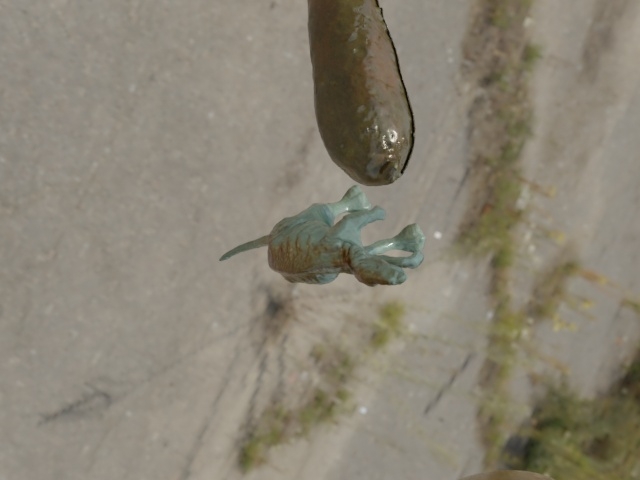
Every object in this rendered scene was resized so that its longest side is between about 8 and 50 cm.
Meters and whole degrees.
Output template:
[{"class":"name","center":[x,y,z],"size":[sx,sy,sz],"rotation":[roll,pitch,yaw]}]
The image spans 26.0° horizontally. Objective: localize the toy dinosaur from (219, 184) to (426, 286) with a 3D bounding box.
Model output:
[{"class":"toy dinosaur","center":[0.000,0.000,1.594],"size":[0.205,0.392,0.092],"rotation":[-25,112,-40]}]

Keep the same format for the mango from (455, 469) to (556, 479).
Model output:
[{"class":"mango","center":[0.182,0.365,1.448],"size":[0.378,0.263,0.221],"rotation":[-51,135,-63]}]

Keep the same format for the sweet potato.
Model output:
[{"class":"sweet potato","center":[0.023,-0.166,1.090],"size":[0.075,0.075,0.273],"rotation":[44,35,-65]}]
